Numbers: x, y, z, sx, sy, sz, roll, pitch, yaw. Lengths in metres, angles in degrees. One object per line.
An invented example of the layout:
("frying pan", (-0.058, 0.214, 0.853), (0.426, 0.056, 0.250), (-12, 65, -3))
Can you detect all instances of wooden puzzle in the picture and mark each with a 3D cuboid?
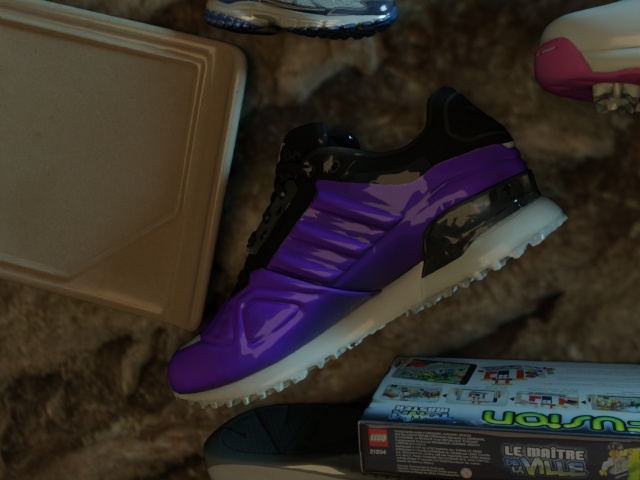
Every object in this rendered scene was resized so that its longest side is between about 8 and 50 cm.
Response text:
("wooden puzzle", (-0.179, -0.061, 0.579), (0.239, 0.044, 0.220), (16, 107, 10))

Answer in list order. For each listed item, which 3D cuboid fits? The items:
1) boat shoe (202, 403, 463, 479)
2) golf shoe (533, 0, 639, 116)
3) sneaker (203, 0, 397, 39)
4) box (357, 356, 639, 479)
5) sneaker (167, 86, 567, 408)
("boat shoe", (0.067, 0.186, 0.528), (0.321, 0.118, 0.103), (-1, 105, 22))
("golf shoe", (0.266, -0.145, 0.397), (0.306, 0.115, 0.140), (-7, 90, 12))
("sneaker", (-0.015, -0.166, 0.504), (0.135, 0.052, 0.058), (9, 101, 15))
("box", (0.137, 0.113, 0.486), (0.207, 0.114, 0.036), (-1, 103, 18))
("sneaker", (0.001, 0.000, 0.518), (0.293, 0.102, 0.146), (-31, 88, 17))
